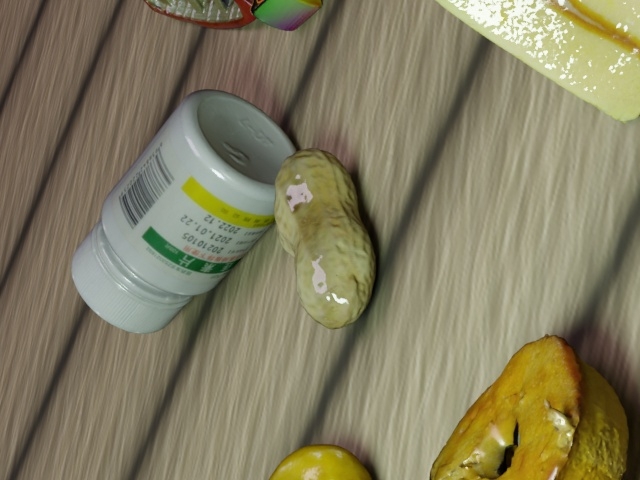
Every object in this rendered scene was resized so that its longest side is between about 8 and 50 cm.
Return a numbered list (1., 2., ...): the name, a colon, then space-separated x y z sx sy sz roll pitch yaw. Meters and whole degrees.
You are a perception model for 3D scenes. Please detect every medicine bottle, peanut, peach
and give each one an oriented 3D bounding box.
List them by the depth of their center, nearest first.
1. peach: -0.004 0.331 1.809 0.179 0.103 0.179 -34 48 47
2. peanut: 0.000 0.000 1.973 0.125 0.111 0.274 -50 37 35
3. medicine bottle: -0.198 -0.033 2.192 0.339 0.208 0.208 -48 39 32

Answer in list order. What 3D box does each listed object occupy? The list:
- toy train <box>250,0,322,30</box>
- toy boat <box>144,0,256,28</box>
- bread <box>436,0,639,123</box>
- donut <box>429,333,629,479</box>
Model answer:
1. toy train: 0.002 -0.439 2.219 0.296 0.100 0.160 -38 52 37
2. toy boat: -0.185 -0.406 2.474 0.079 0.136 0.392 -46 33 -19
3. bread: 0.248 -0.254 1.608 0.167 0.264 0.163 -59 32 26
4. donut: 0.201 0.216 1.518 0.253 0.118 0.253 -48 24 29
